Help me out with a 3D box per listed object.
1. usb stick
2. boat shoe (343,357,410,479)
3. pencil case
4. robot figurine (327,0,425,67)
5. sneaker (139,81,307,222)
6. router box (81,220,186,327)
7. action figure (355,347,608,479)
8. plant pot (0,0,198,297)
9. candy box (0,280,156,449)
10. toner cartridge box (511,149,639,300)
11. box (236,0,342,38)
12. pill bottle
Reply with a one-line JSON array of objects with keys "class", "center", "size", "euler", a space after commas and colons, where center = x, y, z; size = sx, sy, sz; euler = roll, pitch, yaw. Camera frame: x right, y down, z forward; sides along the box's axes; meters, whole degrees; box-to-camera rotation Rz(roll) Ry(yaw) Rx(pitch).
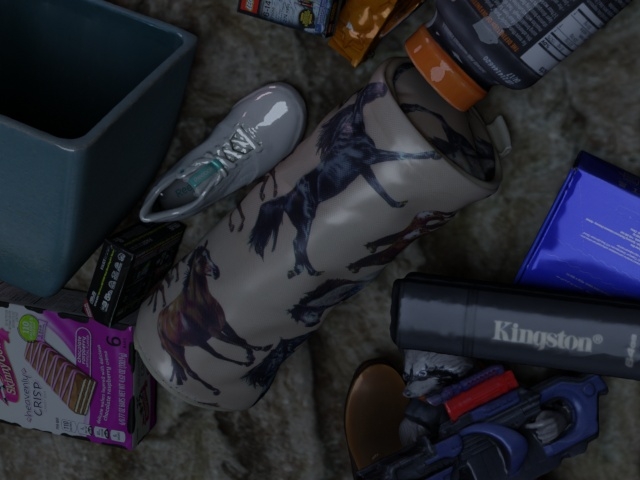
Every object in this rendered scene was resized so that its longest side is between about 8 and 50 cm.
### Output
[{"class": "usb stick", "center": [0.202, 0.082, 1.117], "size": [0.277, 0.045, 0.077], "euler": [7, 96, 13]}, {"class": "boat shoe", "center": [0.061, 0.219, 1.279], "size": [0.073, 0.073, 0.207], "euler": [-4, 108, -4]}, {"class": "pencil case", "center": [0.000, 0.000, 1.183], "size": [0.410, 0.183, 0.160], "euler": [-43, 58, 24]}, {"class": "robot figurine", "center": [0.057, -0.322, 1.099], "size": [0.211, 0.085, 0.291], "euler": [36, 115, 3]}, {"class": "sneaker", "center": [-0.103, -0.079, 1.223], "size": [0.212, 0.094, 0.080], "euler": [-39, 92, 24]}, {"class": "router box", "center": [-0.200, 0.029, 1.273], "size": [0.038, 0.122, 0.092], "euler": [28, 113, 12]}, {"class": "action figure", "center": [0.125, 0.255, 1.204], "size": [0.341, 0.178, 0.330], "euler": [-14, 98, -20]}, {"class": "plant pot", "center": [-0.297, -0.091, 1.207], "size": [0.247, 0.247, 0.252], "euler": [21, 129, 10]}, {"class": "candy box", "center": [-0.309, 0.139, 1.371], "size": [0.233, 0.071, 0.159], "euler": [9, 110, 15]}, {"class": "toner cartridge box", "center": [0.367, 0.065, 1.133], "size": [0.347, 0.075, 0.165], "euler": [27, 114, 8]}, {"class": "box", "center": [-0.019, -0.264, 1.081], "size": [0.093, 0.027, 0.137], "euler": [19, 111, 18]}, {"class": "pill bottle", "center": [0.191, -0.224, 1.053], "size": [0.245, 0.130, 0.130], "euler": [-40, 92, 19]}]
